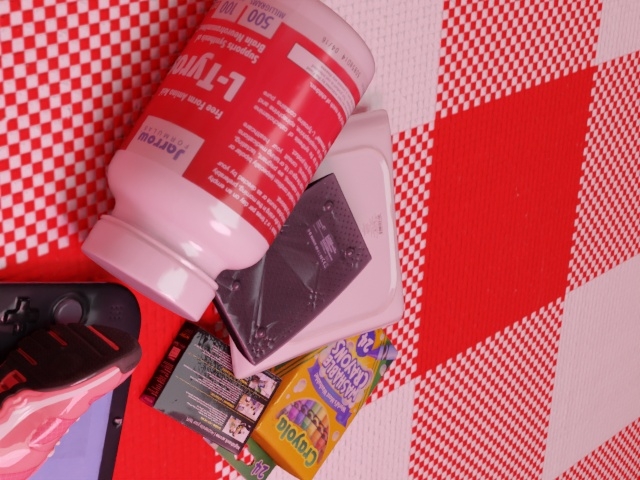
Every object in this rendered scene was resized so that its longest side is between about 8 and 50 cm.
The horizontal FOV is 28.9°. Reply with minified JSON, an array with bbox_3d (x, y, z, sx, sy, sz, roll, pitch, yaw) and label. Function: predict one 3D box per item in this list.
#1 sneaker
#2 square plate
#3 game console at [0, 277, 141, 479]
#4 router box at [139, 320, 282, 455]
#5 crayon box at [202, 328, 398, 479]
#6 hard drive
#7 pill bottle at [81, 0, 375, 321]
[{"bbox_3d":[-0.353,0.213,1.496,0.313,0.116,0.136,-30,135,-24],"label":"sneaker"},{"bbox_3d":[0.000,0.000,1.845,0.344,0.049,0.347,-16,107,-38],"label":"square plate"},{"bbox_3d":[-0.391,0.234,1.556,0.342,0.060,0.387,0,105,-49],"label":"game console"},{"bbox_3d":[-0.157,0.217,1.811,0.179,0.046,0.133,37,78,-35],"label":"router box"},{"bbox_3d":[-0.023,0.245,1.988,0.323,0.083,0.203,-53,140,-16],"label":"crayon box"},{"bbox_3d":[-0.049,0.036,1.739,0.254,0.054,0.172,-42,121,-28],"label":"hard drive"},{"bbox_3d":[-0.122,-0.113,1.575,0.408,0.229,0.229,-59,141,-11],"label":"pill bottle"}]
